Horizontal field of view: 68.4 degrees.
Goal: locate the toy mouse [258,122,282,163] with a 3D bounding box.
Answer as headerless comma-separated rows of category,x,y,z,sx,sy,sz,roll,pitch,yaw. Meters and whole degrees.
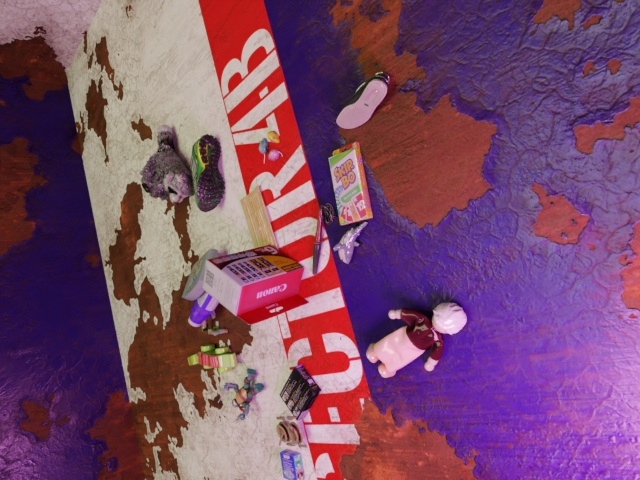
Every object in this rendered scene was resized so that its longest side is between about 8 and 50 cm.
toy mouse,-0.207,-0.360,1.859,0.161,0.031,0.143,56,130,26

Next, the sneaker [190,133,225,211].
sneaker,-0.520,-0.296,2.140,0.146,0.134,0.343,-8,80,53

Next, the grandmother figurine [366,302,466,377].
grandmother figurine,0.282,0.282,1.393,0.208,0.104,0.342,47,127,-2

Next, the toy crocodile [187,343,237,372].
toy crocodile,-0.508,0.560,2.227,0.341,0.105,0.115,-6,90,46

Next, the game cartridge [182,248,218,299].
game cartridge,-0.560,0.171,2.181,0.297,0.062,0.198,-34,33,52

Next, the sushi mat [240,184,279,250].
sushi mat,-0.251,-0.055,1.950,0.151,0.019,0.316,-29,75,43

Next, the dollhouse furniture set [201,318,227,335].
dollhouse furniture set,-0.508,0.407,2.231,0.152,0.076,0.058,-3,91,47

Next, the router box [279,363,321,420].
router box,-0.081,0.591,1.833,0.133,0.046,0.178,47,126,32

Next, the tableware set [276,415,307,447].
tableware set,-0.131,0.770,1.877,0.194,0.039,0.128,-34,77,55

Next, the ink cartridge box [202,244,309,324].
ink cartridge box,-0.220,0.152,1.725,0.272,0.310,0.130,31,119,33

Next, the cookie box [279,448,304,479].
cookie box,-0.116,0.913,1.911,0.092,0.040,0.107,-10,88,46

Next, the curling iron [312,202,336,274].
curling iron,0.000,0.000,1.686,0.068,0.035,0.273,31,116,40

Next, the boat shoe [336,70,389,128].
boat shoe,0.134,-0.436,1.483,0.233,0.084,0.079,-38,29,49

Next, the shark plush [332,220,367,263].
shark plush,0.111,-0.001,1.582,0.067,0.073,0.161,40,102,13

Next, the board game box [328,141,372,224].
board game box,0.097,-0.189,1.568,0.124,0.039,0.259,-14,82,45

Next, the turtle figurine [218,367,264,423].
turtle figurine,-0.347,0.680,2.069,0.175,0.118,0.234,45,110,15

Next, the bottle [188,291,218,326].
bottle,-0.524,0.279,2.182,0.282,0.092,0.118,-56,30,21

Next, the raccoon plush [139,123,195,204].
raccoon plush,-0.708,-0.384,2.265,0.299,0.216,0.445,-11,87,38
